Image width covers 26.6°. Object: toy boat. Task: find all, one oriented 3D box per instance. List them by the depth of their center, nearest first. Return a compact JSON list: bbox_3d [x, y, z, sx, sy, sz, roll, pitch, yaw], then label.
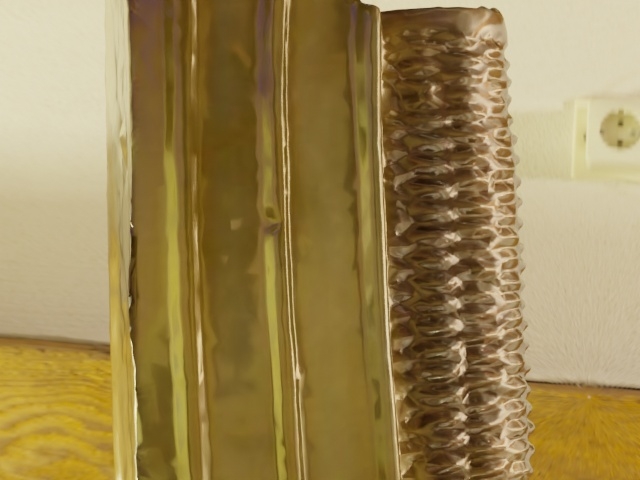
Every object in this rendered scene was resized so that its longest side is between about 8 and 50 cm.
[{"bbox_3d":[0.000,0.000,0.369,0.115,0.089,0.310,-1,-92,-11],"label":"toy boat"}]
